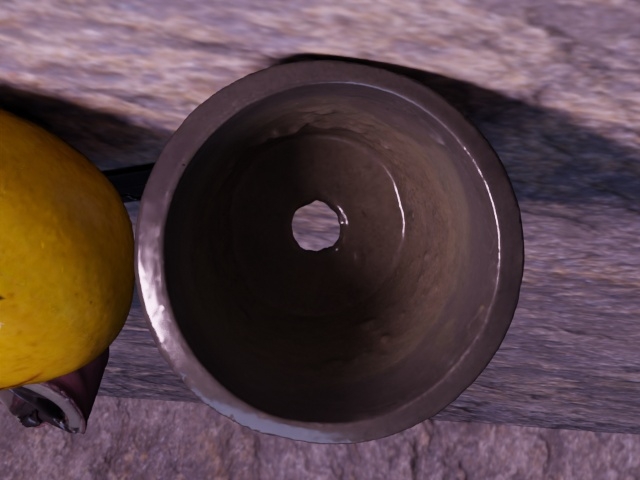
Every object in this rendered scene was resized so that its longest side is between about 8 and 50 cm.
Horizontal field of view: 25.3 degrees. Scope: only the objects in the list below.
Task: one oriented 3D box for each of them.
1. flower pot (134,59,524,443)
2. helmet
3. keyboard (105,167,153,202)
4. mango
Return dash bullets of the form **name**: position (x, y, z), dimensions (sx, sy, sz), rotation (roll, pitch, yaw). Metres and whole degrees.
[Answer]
- **flower pot**: position (0.000, 0.000, 1.037), dimensions (0.269, 0.269, 0.166), rotation (9, -172, -7)
- **helmet**: position (-0.367, 0.083, 1.572), dimensions (0.271, 0.197, 0.338), rotation (28, 164, -35)
- **keyboard**: position (-0.146, -0.053, 1.292), dimensions (0.198, 0.010, 0.063), rotation (-5, 160, 41)
- **mango**: position (-0.363, -0.017, 1.123), dimensions (0.445, 0.221, 0.301), rotation (19, 160, -22)
